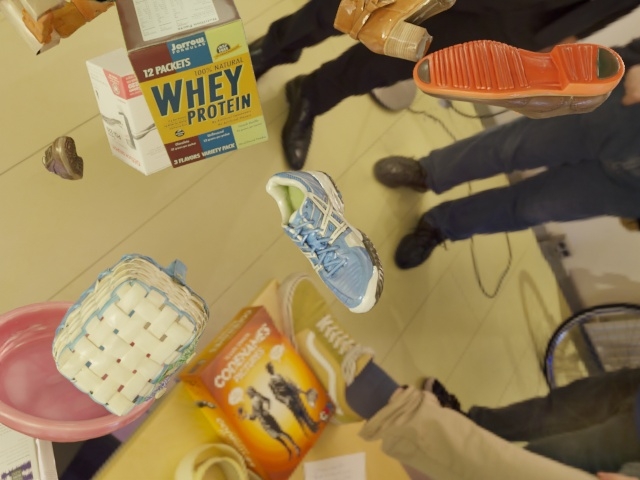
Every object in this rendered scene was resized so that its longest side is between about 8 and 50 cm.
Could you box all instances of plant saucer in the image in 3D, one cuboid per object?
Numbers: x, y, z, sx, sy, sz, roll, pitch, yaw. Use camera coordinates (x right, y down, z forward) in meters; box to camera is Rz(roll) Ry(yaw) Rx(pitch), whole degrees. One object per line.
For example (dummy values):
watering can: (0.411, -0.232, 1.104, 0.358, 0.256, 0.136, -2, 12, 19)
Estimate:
plant saucer: (-0.450, 0.238, 1.291, 0.332, 0.332, 0.084, -15, 133, -46)

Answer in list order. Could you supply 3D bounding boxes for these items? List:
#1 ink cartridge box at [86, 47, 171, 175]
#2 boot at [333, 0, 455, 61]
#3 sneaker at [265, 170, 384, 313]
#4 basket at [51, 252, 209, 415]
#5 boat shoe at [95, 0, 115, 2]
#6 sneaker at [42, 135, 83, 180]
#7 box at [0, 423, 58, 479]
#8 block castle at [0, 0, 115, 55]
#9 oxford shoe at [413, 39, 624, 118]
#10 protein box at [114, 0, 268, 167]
ink cartridge box: (-0.381, -0.263, 1.483, 0.092, 0.158, 0.218, -31, 131, -29)
boot: (0.119, -0.376, 1.088, 0.197, 0.152, 0.073, -61, 158, -4)
sneaker: (0.000, 0.000, 0.847, 0.081, 0.080, 0.211, 7, 41, -44)
basket: (-0.314, 0.151, 1.196, 0.201, 0.289, 0.255, 42, 89, -18)
boat shoe: (-0.212, -0.247, 0.694, 0.142, 0.049, 0.040, -15, 71, -51)
sneaker: (-0.515, -0.155, 1.425, 0.071, 0.188, 0.066, -1, 78, -9)
box: (-0.562, 0.484, 1.262, 0.058, 0.232, 0.322, 48, 20, -62)
block castle: (-0.385, -0.508, 1.110, 0.303, 0.453, 0.213, -40, 97, -22)
oxford shoe: (0.258, -0.202, 0.975, 0.098, 0.271, 0.097, 89, 3, -60)
protein box: (-0.169, -0.245, 0.933, 0.200, 0.135, 0.201, 80, -9, -55)
